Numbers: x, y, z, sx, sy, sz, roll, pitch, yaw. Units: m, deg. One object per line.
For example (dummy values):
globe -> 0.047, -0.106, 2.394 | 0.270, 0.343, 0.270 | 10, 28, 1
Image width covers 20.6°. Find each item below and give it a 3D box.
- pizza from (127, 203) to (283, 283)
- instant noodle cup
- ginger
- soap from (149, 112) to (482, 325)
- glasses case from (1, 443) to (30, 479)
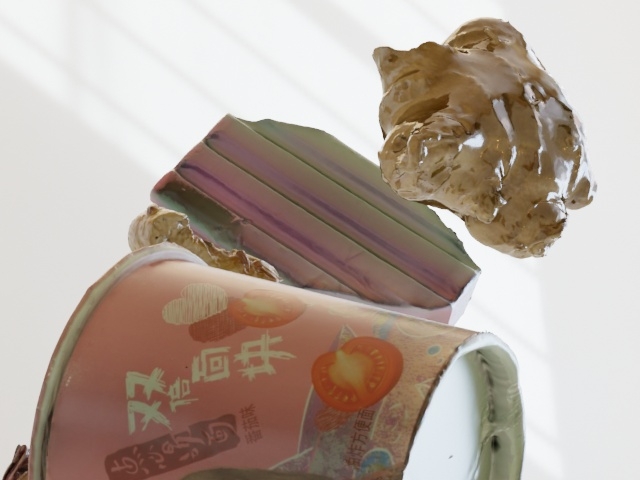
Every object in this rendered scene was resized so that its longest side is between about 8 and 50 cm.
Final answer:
pizza -> -0.100, 0.020, 1.562 | 0.161, 0.062, 0.182 | 29, 168, 13
instant noodle cup -> -0.017, 0.134, 1.068 | 0.231, 0.243, 0.243 | 7, 180, 27
ginger -> 0.119, -0.073, 1.421 | 0.123, 0.219, 0.270 | -36, 180, 39
soap -> 0.000, 0.000, 1.837 | 0.193, 0.324, 0.109 | -49, 165, -34
glasses case -> -0.338, 0.287, 1.901 | 0.070, 0.102, 0.193 | -4, -161, 25
